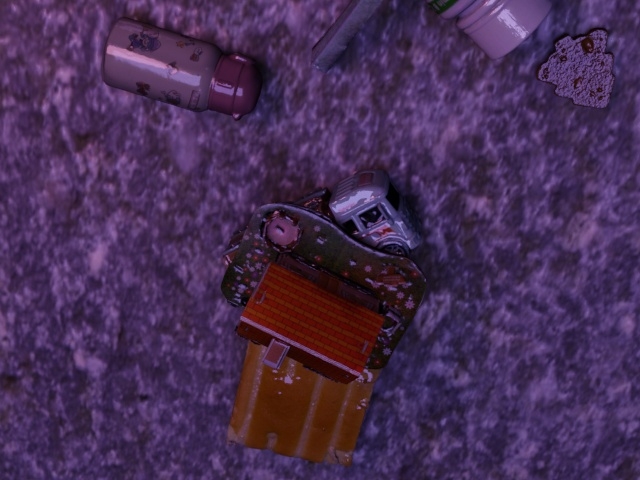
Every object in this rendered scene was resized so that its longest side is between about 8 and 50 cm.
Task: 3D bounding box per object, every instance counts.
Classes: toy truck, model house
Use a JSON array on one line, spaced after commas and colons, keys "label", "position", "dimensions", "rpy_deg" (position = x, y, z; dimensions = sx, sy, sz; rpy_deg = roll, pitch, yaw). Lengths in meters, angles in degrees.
[{"label": "toy truck", "position": [0.000, 0.000, 1.323], "dimensions": [0.305, 0.136, 0.162], "rpy_deg": [-26, 108, 16]}, {"label": "model house", "position": [-0.002, 0.096, 1.208], "dimensions": [0.293, 0.154, 0.207], "rpy_deg": [26, 115, -4]}]

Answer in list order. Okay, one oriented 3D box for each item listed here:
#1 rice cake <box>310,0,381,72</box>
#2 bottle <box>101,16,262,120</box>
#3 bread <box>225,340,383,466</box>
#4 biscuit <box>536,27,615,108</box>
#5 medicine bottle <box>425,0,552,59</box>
[{"label": "rice cake", "position": [0.045, -0.320, 1.187], "dimensions": [0.034, 0.043, 0.211], "rpy_deg": [21, 145, -20]}, {"label": "bottle", "position": [-0.204, -0.255, 1.250], "dimensions": [0.233, 0.110, 0.110], "rpy_deg": [16, 114, -1]}, {"label": "bread", "position": [-0.030, 0.269, 1.454], "dimensions": [0.239, 0.111, 0.246], "rpy_deg": [17, 114, 0]}, {"label": "biscuit", "position": [0.393, -0.251, 1.238], "dimensions": [0.119, 0.019, 0.130], "rpy_deg": [-32, 106, 17]}, {"label": "medicine bottle", "position": [0.201, -0.373, 1.145], "dimensions": [0.139, 0.139, 0.237], "rpy_deg": [-41, 104, 20]}]
